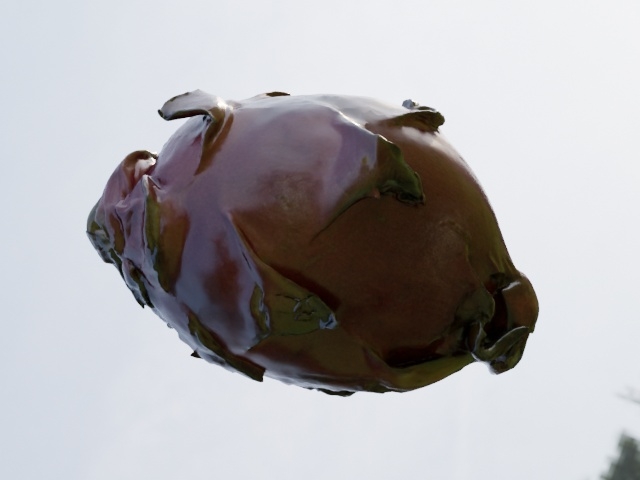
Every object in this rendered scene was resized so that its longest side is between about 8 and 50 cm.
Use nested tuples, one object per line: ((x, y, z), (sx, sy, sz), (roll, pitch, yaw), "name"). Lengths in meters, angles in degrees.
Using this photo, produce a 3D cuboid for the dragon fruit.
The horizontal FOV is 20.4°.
((0.004, 0.001, 1.273), (0.250, 0.315, 0.250), (-45, -34, -43), "dragon fruit")
